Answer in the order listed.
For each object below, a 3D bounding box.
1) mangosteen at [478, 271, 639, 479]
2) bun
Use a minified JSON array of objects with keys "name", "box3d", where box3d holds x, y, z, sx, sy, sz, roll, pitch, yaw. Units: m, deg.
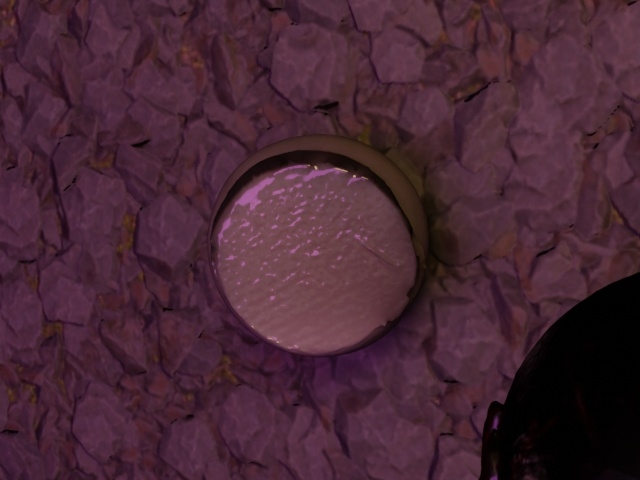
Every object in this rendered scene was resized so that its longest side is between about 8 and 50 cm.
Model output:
[{"name":"mangosteen","box3d":[0.267,0.171,0.917,0.347,0.307,0.307,10,103,3]},{"name":"bun","box3d":[0.000,0.000,1.160,0.173,0.120,0.173,2,104,8]}]
